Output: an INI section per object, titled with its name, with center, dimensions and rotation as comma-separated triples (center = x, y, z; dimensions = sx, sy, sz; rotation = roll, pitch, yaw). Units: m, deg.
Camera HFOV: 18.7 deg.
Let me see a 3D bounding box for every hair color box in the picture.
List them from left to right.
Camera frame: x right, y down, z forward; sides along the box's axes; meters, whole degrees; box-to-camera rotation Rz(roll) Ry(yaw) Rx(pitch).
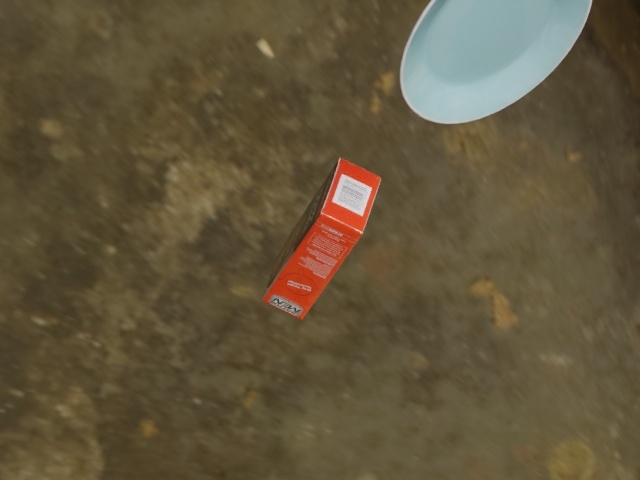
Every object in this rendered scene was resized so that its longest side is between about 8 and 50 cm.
[hair color box]
center = 0.000, 0.000, 1.699
dimensions = 0.043, 0.141, 0.072
rotation = 26, 48, -7

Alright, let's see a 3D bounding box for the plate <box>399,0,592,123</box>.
[plate]
center = 0.139, -0.174, 1.586
dimensions = 0.188, 0.188, 0.024
rotation = -40, 55, 2
